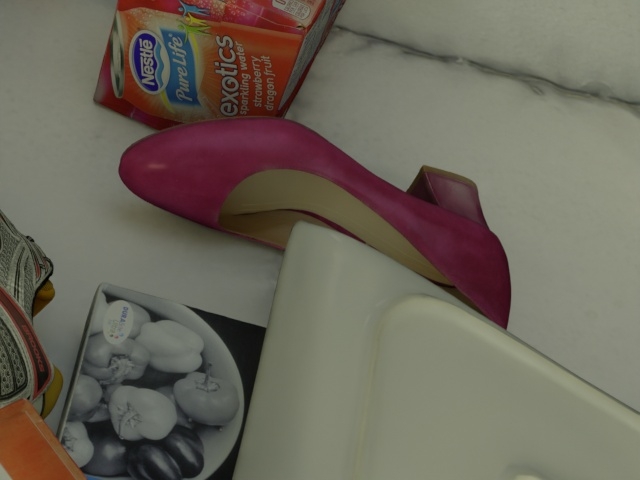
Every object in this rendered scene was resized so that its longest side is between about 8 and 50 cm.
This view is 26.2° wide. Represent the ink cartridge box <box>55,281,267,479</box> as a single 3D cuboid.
[{"bbox_3d":[-0.035,0.131,0.698,0.208,0.045,0.206,16,43,-10],"label":"ink cartridge box"}]

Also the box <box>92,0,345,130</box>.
[{"bbox_3d":[-0.044,-0.186,0.947,0.122,0.128,0.257,24,43,0],"label":"box"}]

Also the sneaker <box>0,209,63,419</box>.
[{"bbox_3d":[-0.195,0.014,0.730,0.092,0.088,0.225,16,39,-39],"label":"sneaker"}]

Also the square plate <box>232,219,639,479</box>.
[{"bbox_3d":[0.113,0.175,0.650,0.347,0.049,0.344,31,39,-16],"label":"square plate"}]

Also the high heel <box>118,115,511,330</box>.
[{"bbox_3d":[0.000,0.000,0.826,0.244,0.082,0.117,13,44,-24],"label":"high heel"}]

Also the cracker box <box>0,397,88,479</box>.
[{"bbox_3d":[-0.103,0.187,0.473,0.067,0.232,0.156,-24,60,-37],"label":"cracker box"}]
